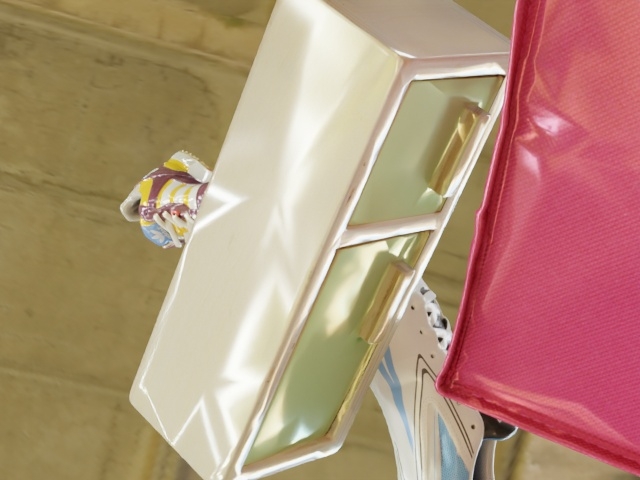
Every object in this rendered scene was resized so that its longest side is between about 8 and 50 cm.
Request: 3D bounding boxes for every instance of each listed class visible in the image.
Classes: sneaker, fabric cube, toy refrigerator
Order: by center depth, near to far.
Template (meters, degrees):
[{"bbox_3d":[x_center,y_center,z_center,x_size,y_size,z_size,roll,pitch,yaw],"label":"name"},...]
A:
[{"bbox_3d":[0.227,-0.049,0.579,0.258,0.254,0.259,-42,-32,-50],"label":"fabric cube"},{"bbox_3d":[0.000,0.000,0.790,0.102,0.094,0.269,-10,-49,-47],"label":"toy refrigerator"},{"bbox_3d":[0.069,0.084,0.896,0.086,0.085,0.237,-18,-89,18],"label":"sneaker"},{"bbox_3d":[-0.107,-0.019,1.288,0.084,0.185,0.069,-39,-62,-16],"label":"sneaker"}]
